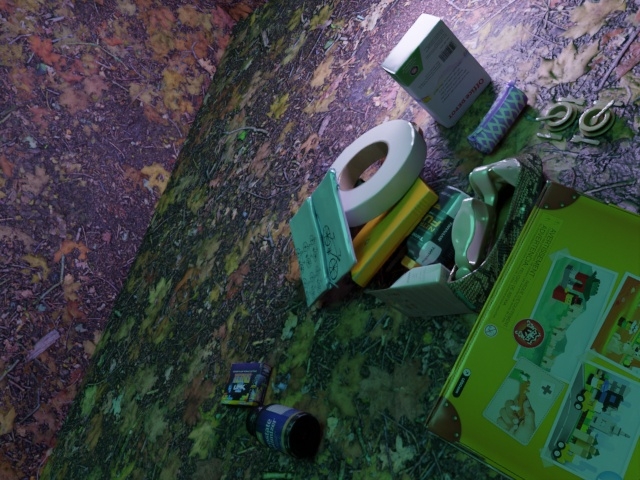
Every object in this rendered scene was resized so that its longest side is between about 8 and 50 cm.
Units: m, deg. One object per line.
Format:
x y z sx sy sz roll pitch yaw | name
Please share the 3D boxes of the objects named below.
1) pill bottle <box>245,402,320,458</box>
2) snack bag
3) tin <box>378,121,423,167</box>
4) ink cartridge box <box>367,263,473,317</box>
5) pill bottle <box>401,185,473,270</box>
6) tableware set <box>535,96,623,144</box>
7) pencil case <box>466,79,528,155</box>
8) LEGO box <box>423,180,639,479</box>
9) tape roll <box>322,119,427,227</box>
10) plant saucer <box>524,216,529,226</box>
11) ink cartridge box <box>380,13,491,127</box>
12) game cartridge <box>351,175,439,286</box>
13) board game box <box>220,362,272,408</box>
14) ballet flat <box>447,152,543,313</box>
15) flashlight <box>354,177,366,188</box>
-0.112 0.530 1.649 0.219 0.122 0.123 -4 60 49 | pill bottle
0.000 0.000 1.772 0.342 0.037 0.324 -46 50 55 | snack bag
0.267 -0.305 1.936 0.190 0.040 0.106 -54 31 3 | tin
0.261 0.133 1.471 0.224 0.181 0.056 -12 54 47 | ink cartridge box
0.319 -0.012 1.560 0.246 0.130 0.130 -55 35 1 | pill bottle
0.650 -0.316 1.487 0.128 0.039 0.194 -58 35 -3 | tableware set
0.496 -0.342 1.649 0.206 0.088 0.086 -55 37 1 | pencil case
0.463 0.202 1.016 0.372 0.193 0.501 26 80 22 | LEGO box
0.153 -0.212 1.819 0.392 0.072 0.392 -34 31 24 | tape roll
0.490 -0.042 1.482 0.083 0.013 0.084 -29 44 33 | plant saucer
0.356 -0.513 1.788 0.201 0.278 0.117 -50 33 9 | ink cartridge box
0.200 -0.042 1.694 0.324 0.052 0.285 -49 12 14 | game cartridge
-0.243 0.474 1.912 0.170 0.048 0.141 -14 54 44 | board game box
0.411 -0.064 1.398 0.164 0.182 0.483 -18 42 54 | ballet flat
0.055 -0.070 1.951 0.304 0.103 0.103 -44 -7 11 | flashlight
